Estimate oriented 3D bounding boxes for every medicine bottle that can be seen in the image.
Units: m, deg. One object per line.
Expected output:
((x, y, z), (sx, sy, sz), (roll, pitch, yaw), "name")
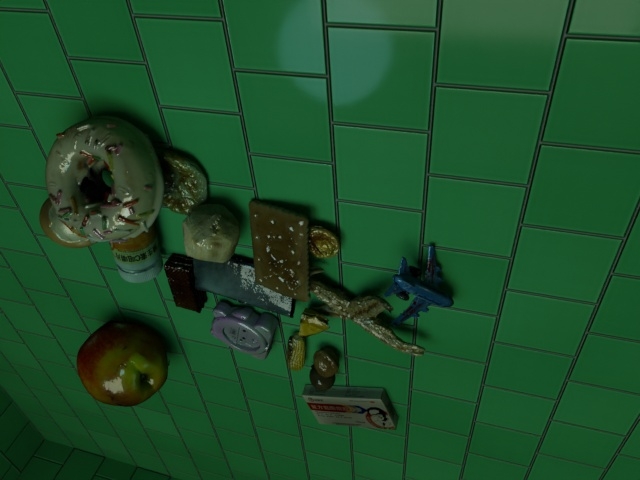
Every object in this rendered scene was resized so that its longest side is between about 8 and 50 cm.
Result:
((-0.628, -0.017, 1.820), (0.158, 0.158, 0.318), (14, 134, 11), "medicine bottle")

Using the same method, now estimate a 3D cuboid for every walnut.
((0.021, 0.453, 2.032), (0.105, 0.105, 0.124), (-3, 123, 25), "walnut")

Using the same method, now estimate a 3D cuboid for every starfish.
((0.137, 0.224, 1.755), (0.432, 0.082, 0.324), (23, 151, 21), "starfish")

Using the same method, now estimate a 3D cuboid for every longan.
((0.004, 0.526, 2.116), (0.119, 0.106, 0.106), (45, 157, 47), "longan")

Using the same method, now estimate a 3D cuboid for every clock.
((-0.293, 0.339, 2.069), (0.248, 0.090, 0.227), (22, 136, 4), "clock")

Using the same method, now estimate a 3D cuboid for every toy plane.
((0.296, 0.144, 1.590), (0.271, 0.254, 0.105), (25, -179, -44), "toy plane")

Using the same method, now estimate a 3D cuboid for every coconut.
((-0.334, -0.023, 1.672), (0.195, 0.194, 0.194), (12, 135, 12), "coconut")

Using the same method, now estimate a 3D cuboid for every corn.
((-0.092, 0.426, 2.079), (0.072, 0.072, 0.203), (15, 135, 9), "corn")

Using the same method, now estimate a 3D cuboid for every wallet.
((-0.262, 0.141, 1.872), (0.379, 0.046, 0.190), (14, 121, 12), "wallet")

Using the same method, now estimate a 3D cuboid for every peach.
((-0.830, 0.511, 2.294), (0.370, 0.370, 0.369), (12, 135, 12), "peach")

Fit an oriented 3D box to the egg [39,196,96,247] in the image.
((-0.829, -0.074, 1.824), (0.245, 0.201, 0.201), (2, 133, 38), "egg")

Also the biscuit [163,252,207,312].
((-0.490, 0.161, 1.994), (0.106, 0.070, 0.252), (12, 135, 14), "biscuit")

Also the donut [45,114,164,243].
((-0.636, -0.171, 1.575), (0.383, 0.142, 0.382), (3, 100, 18), "donut")

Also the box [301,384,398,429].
((0.121, 0.685, 2.240), (0.354, 0.069, 0.214), (-6, 128, 26), "box")

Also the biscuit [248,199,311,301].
((-0.127, 0.039, 1.683), (0.217, 0.044, 0.324), (18, 127, 23), "biscuit")

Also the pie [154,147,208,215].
((-0.447, -0.180, 1.664), (0.241, 0.054, 0.240), (12, 133, 13), "pie")

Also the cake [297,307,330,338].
((-0.018, 0.289, 1.900), (0.116, 0.079, 0.184), (13, 144, 7), "cake")

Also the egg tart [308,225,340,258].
((0.000, 0.000, 1.647), (0.131, 0.052, 0.130), (11, 135, 11), "egg tart")
